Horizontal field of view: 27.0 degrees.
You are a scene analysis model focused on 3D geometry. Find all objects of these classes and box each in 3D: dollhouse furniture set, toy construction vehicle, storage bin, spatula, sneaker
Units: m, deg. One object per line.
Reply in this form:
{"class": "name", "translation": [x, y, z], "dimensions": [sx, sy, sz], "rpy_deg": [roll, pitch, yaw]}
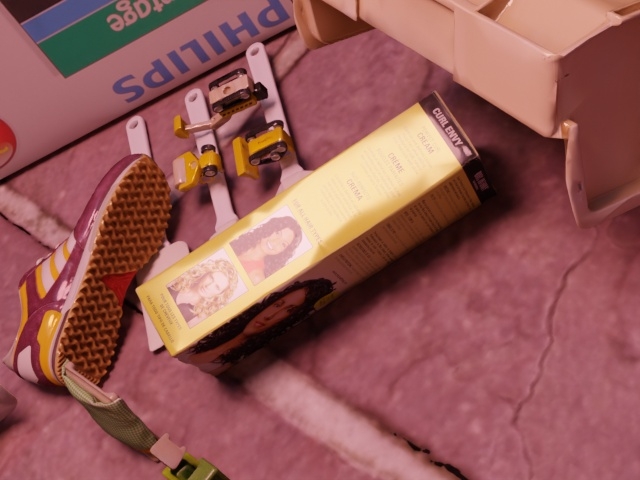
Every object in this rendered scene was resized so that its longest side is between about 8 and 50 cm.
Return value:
{"class": "dollhouse furniture set", "translation": [-0.120, 0.144, 0.849], "dimensions": [0.151, 0.076, 0.058], "rpy_deg": [26, 72, 40]}
{"class": "toy construction vehicle", "translation": [-0.065, -0.077, 0.994], "dimensions": [0.098, 0.035, 0.086], "rpy_deg": [-26, 58, 22]}
{"class": "storage bin", "translation": [0.153, -0.149, 0.802], "dimensions": [0.260, 0.123, 0.262], "rpy_deg": [-23, 41, -26]}
{"class": "spatula", "translation": [-0.073, -0.043, 1.007], "dimensions": [0.168, 0.019, 0.242], "rpy_deg": [-30, 45, 15]}
{"class": "sneaker", "translation": [-0.177, 0.017, 0.977], "dimensions": [0.084, 0.069, 0.185], "rpy_deg": [5, 63, 36]}

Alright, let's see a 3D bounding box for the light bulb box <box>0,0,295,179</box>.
{"class": "light bulb box", "translation": [-0.243, -0.289, 1.148], "dimensions": [0.358, 0.225, 0.361], "rpy_deg": [-26, 46, 11]}

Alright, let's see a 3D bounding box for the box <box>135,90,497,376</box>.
{"class": "box", "translation": [0.000, 0.000, 0.872], "dimensions": [0.232, 0.087, 0.058], "rpy_deg": [-34, 70, 6]}

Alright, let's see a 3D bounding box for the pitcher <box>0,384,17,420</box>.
{"class": "pitcher", "translation": [-0.329, 0.177, 0.932], "dimensions": [0.177, 0.125, 0.207], "rpy_deg": [-15, 36, 48]}
